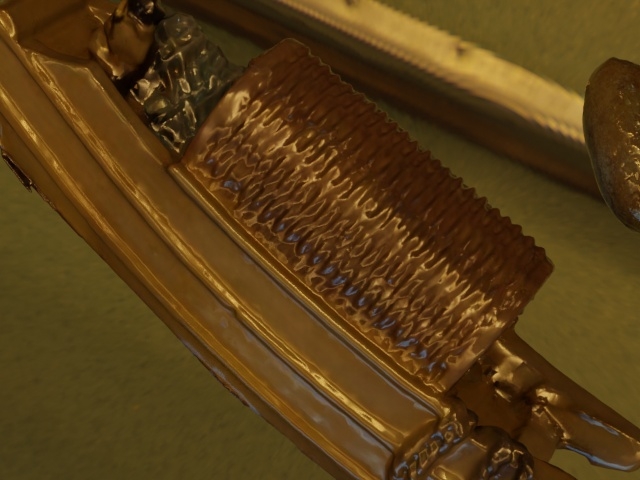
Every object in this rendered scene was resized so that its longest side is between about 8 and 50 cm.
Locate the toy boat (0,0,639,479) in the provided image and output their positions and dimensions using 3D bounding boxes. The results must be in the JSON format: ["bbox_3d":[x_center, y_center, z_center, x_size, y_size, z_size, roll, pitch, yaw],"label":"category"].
[{"bbox_3d":[0.000,0.000,0.612,0.310,0.089,0.115,44,125,5],"label":"toy boat"}]

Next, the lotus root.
[{"bbox_3d":[0.278,-0.063,1.307,0.088,0.113,0.192,-38,55,43],"label":"lotus root"}]
